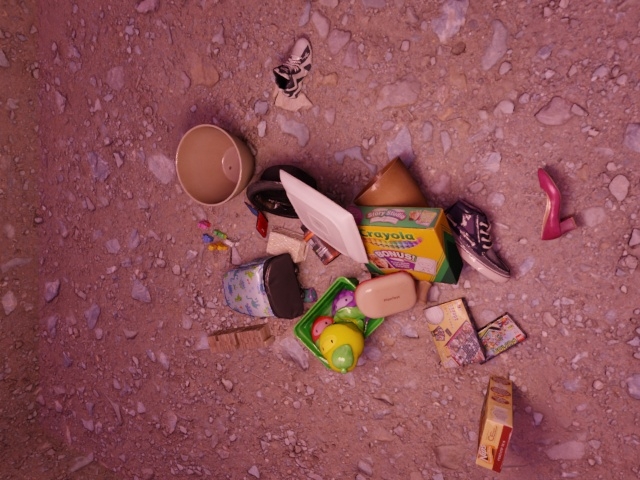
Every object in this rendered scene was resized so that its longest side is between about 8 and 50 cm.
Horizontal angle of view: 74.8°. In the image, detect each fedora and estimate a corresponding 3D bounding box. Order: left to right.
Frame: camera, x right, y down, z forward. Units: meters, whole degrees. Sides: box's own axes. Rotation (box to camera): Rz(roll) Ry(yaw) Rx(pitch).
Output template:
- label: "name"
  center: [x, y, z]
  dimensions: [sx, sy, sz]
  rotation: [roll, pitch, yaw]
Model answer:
- label: "fedora"
  center: [-0.132, -0.214, 1.728]
  dimensions: [0.334, 0.334, 0.152]
  rotation: [-3, 67, 24]

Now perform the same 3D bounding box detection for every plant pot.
- label: "plant pot"
  center: [0.292, -0.143, 1.572]
  dimensions: [0.254, 0.237, 0.237]
  rotation: [43, 115, -6]

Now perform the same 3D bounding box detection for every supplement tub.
- label: "supplement tub"
  center: [0.000, 0.000, 1.774]
  dimensions: [0.106, 0.106, 0.198]
  rotation: [-40, 84, 25]

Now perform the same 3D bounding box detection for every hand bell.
- label: "hand bell"
  center: [0.432, 0.120, 1.628]
  dimensions: [0.126, 0.126, 0.242]
  rotation: [37, 101, 13]

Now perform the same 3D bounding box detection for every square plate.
- label: "square plate"
  center: [0.009, -0.070, 1.518]
  dimensions: [0.347, 0.344, 0.049]
  rotation: [36, 75, 31]

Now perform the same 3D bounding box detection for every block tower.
- label: "block tower"
  center: [-0.392, 0.479, 2.053]
  dimensions: [0.335, 0.091, 0.097]
  rotation: [-11, 97, 24]

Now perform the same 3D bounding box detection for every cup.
- label: "cup"
  center: [-0.418, -0.327, 1.815]
  dimensions: [0.331, 0.237, 0.331]
  rotation: [5, 103, 22]

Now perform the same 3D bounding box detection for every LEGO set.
- label: "LEGO set"
  center: [-0.510, -0.004, 2.001]
  dimensions: [0.227, 0.093, 0.087]
  rotation: [31, 111, 15]

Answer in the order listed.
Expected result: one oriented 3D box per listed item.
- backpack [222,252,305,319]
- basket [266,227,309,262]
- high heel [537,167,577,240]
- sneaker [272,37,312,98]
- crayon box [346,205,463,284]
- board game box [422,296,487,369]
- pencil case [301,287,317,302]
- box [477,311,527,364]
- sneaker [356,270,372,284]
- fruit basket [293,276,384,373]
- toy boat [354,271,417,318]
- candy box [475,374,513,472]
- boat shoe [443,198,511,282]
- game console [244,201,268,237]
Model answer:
- label: "backpack"
  center: [-0.267, 0.206, 1.847]
  dimensions: [0.355, 0.273, 0.290]
  rotation: [6, 111, 60]
- label: "basket"
  center: [-0.144, 0.022, 1.842]
  dimensions: [0.167, 0.103, 0.113]
  rotation: [19, 107, 20]
- label: "high heel"
  center: [0.769, -0.121, 1.436]
  dimensions: [0.117, 0.082, 0.244]
  rotation: [-27, 97, 28]
- label: "sneaker"
  center: [-0.115, -0.686, 1.654]
  dimensions: [0.094, 0.153, 0.235]
  rotation: [30, 111, 13]
- label: "crayon box"
  center: [0.293, 0.015, 1.513]
  dimensions: [0.363, 0.106, 0.313]
  rotation: [5, 146, 37]
- label: "board game box"
  center: [0.519, 0.360, 1.628]
  dimensions: [0.165, 0.042, 0.243]
  rotation: [-24, 79, 29]
- label: "pencil case"
  center: [-0.091, 0.261, 1.891]
  dimensions: [0.152, 0.064, 0.070]
  rotation: [-18, 90, 25]
- label: "box"
  center: [0.663, 0.376, 1.603]
  dimensions: [0.207, 0.036, 0.114]
  rotation: [-43, 83, 25]
- label: "sneaker"
  center: [0.196, 0.169, 1.709]
  dimensions: [0.061, 0.158, 0.065]
  rotation: [-43, 99, 4]
- label: "fruit basket"
  center: [0.069, 0.357, 1.677]
  dimensions: [0.283, 0.392, 0.392]
  rotation: [44, 114, 10]
- label: "toy boat"
  center: [0.239, 0.195, 1.583]
  dimensions: [0.231, 0.151, 0.151]
  rotation: [-14, 103, -2]
- label: "candy box"
  center: [0.633, 0.648, 1.517]
  dimensions: [0.087, 0.316, 0.183]
  rotation: [14, 106, 22]
- label: "boat shoe"
  center: [0.574, -0.005, 1.510]
  dimensions: [0.340, 0.127, 0.158]
  rotation: [39, 119, 11]
- label: "game console"
  center: [-0.288, -0.089, 1.851]
  dimensions: [0.085, 0.144, 0.124]
  rotation: [4, 73, 9]
